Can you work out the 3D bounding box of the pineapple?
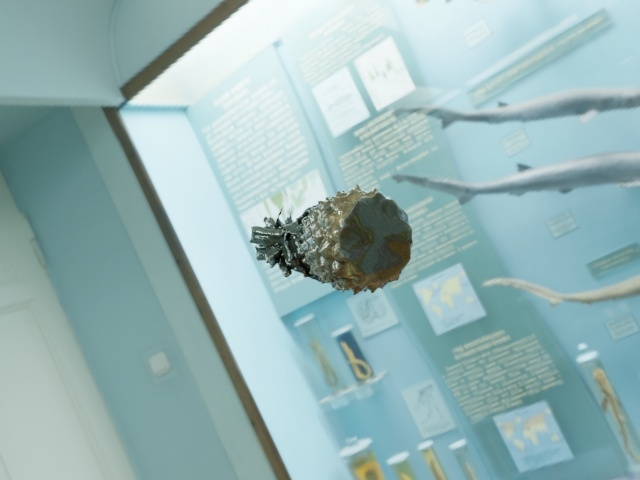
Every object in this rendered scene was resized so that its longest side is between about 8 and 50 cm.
[{"bbox_3d":[0.000,0.000,0.511,0.074,0.074,0.159,-23,10,-27],"label":"pineapple"}]
